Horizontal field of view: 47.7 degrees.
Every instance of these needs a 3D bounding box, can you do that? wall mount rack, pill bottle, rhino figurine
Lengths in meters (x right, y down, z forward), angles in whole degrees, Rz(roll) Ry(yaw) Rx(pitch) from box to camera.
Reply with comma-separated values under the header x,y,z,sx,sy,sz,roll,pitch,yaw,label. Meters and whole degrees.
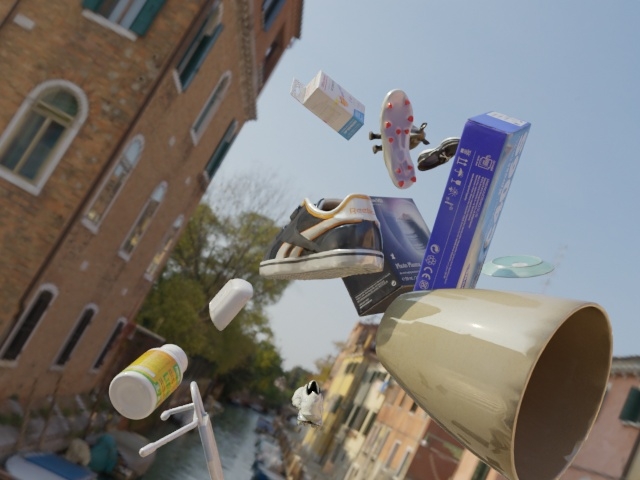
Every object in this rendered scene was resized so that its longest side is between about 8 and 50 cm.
x,y,z,sx,sy,sz,roll,pitch,yaw,label
-0.298,0.510,1.619,0.130,0.350,0.304,-14,3,-5,wall mount rack
-0.470,0.384,2.027,0.136,0.136,0.245,27,20,7,pill bottle
0.205,-0.257,1.799,0.106,0.073,0.243,-5,4,-13,rhino figurine

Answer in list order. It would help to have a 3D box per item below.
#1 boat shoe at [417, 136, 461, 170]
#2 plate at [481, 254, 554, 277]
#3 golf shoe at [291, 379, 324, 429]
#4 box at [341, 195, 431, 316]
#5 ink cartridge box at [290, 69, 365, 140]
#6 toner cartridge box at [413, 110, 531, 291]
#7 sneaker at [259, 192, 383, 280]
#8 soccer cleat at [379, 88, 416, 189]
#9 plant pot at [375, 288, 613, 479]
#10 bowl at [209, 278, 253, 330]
x,y,z,sx,sy,sz,roll,pitch,yaw,label
0.256,-0.182,1.538,0.125,0.038,0.046,-18,-47,42,boat shoe
0.501,0.062,1.849,0.188,0.024,0.188,-4,11,1,plate
-0.018,0.344,1.591,0.069,0.086,0.176,13,6,-11,golf shoe
0.190,0.037,2.066,0.296,0.182,0.294,-2,59,-50,box
0.019,-0.333,1.718,0.181,0.061,0.104,35,31,-19,ink cartridge box
0.251,-0.036,1.223,0.075,0.348,0.165,23,24,22,toner cartridge box
0.000,0.000,1.207,0.126,0.128,0.321,5,-10,-32,sneaker
0.142,-0.192,1.375,0.076,0.068,0.196,-127,-155,-64,soccer cleat
0.219,0.172,1.015,0.274,0.257,0.256,18,-15,43,plant pot
-0.247,0.162,1.938,0.053,0.142,0.142,42,0,-16,bowl
